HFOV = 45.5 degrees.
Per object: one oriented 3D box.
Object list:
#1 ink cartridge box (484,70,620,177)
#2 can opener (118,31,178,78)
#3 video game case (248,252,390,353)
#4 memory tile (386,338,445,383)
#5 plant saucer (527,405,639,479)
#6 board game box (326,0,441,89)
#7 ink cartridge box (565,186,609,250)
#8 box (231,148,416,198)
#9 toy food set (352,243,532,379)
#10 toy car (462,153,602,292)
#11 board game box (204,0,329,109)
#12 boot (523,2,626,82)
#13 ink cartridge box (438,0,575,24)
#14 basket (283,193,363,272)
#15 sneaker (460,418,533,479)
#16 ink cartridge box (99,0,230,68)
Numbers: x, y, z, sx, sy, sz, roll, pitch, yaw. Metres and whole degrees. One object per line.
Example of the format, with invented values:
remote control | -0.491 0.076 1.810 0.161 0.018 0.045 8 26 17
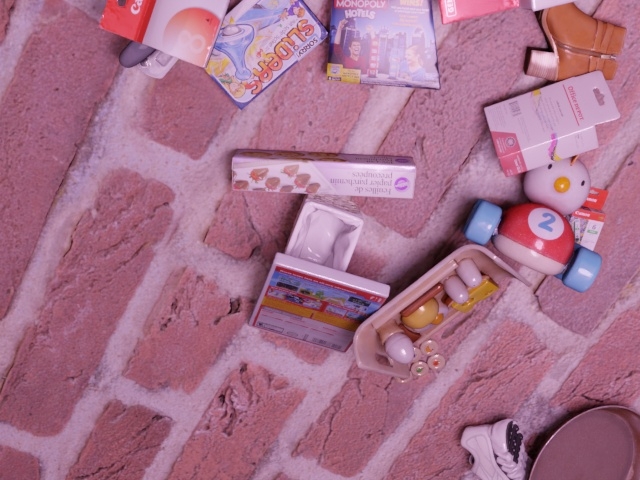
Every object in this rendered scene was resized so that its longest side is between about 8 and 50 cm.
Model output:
ink cartridge box | 0.387 -0.195 1.273 0.198 0.115 0.067 -17 146 16
can opener | -0.214 -0.377 1.249 0.074 0.093 0.280 42 103 -14
video game case | -0.012 0.123 1.394 0.204 0.025 0.285 17 149 -6
memory tile | 0.177 0.214 1.522 0.113 0.012 0.148 -24 110 11
plant saucer | 0.545 0.469 1.558 0.311 0.050 0.310 -5 106 -19
board game box | 0.113 -0.356 1.261 0.194 0.060 0.194 5 112 -1
ink cartridge box | 0.486 -0.040 1.400 0.063 0.029 0.115 12 113 -3
box | 0.005 -0.120 1.360 0.324 0.067 0.063 3 113 1
toy food set | 0.223 0.140 1.367 0.306 0.092 0.220 -39 149 16
toy car | 0.394 -0.069 1.307 0.219 0.210 0.238 26 98 7
board game box | -0.104 -0.336 1.287 0.201 0.035 0.136 -38 107 16
boot | 0.428 -0.354 1.250 0.152 0.073 0.197 5 125 1
ink cartridge box | 0.288 -0.485 1.111 0.261 0.066 0.296 -14 111 -1
basket | 0.000 0.000 1.389 0.113 0.103 0.167 19 113 -7
sneaker | 0.383 0.486 1.594 0.118 0.110 0.292 -9 120 31
ink cartridge box | -0.239 -0.369 1.189 0.179 0.045 0.145 19 98 -12
